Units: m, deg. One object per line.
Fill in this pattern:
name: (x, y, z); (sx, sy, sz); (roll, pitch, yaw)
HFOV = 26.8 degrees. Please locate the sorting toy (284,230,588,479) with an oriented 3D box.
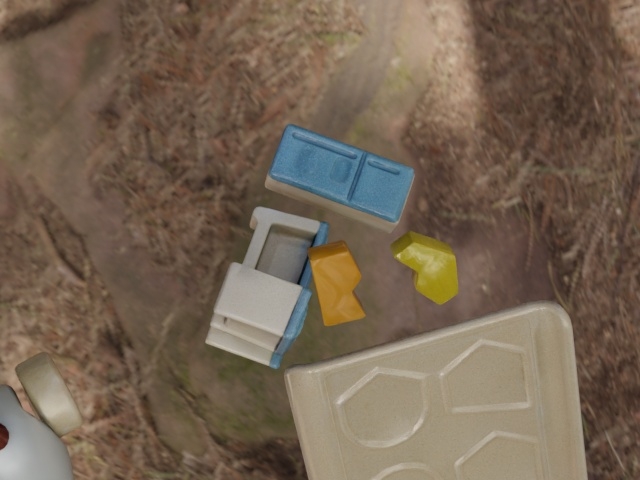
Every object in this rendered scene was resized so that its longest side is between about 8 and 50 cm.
sorting toy: (0.090, 0.117, 1.078); (0.229, 0.307, 0.041); (-13, 31, -2)

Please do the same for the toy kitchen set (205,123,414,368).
toy kitchen set: (0.000, 0.000, 1.090); (0.122, 0.166, 0.207); (20, 74, -2)

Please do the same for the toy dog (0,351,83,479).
toy dog: (-0.254, 0.259, 1.244); (0.334, 0.161, 0.220); (45, 82, -9)
